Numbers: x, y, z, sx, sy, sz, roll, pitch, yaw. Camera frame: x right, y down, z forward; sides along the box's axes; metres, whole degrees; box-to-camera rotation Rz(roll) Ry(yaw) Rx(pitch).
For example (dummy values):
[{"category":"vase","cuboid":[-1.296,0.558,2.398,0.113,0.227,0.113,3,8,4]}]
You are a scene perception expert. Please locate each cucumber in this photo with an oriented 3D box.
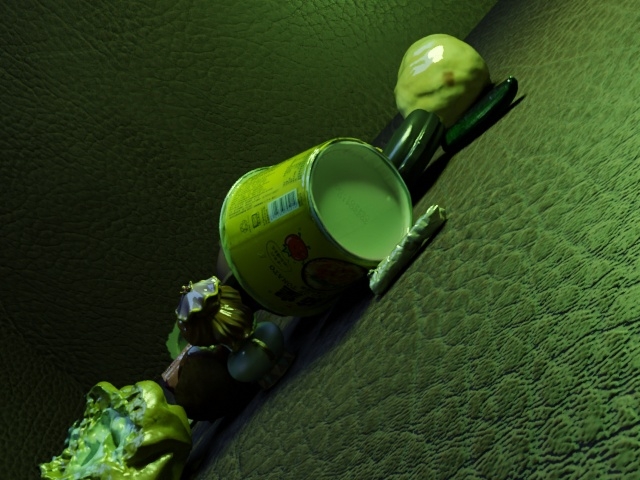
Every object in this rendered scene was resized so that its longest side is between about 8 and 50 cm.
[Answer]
[{"category":"cucumber","cuboid":[0.330,-0.254,1.633,0.056,0.056,0.284,-53,4,-31]}]

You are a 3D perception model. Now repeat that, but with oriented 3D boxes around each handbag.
[{"category":"handbag","cuboid":[0.171,-0.161,1.781,0.308,0.093,0.254,-57,2,30]}]

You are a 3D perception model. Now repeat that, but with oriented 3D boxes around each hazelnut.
[{"category":"hazelnut","cuboid":[-0.239,0.301,1.690,0.202,0.170,0.161,-47,50,31]},{"category":"hazelnut","cuboid":[0.315,-0.403,1.986,0.261,0.241,0.261,-168,90,-82]}]

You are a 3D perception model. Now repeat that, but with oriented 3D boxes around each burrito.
[{"category":"burrito","cuboid":[0.148,0.015,1.326,0.185,0.041,0.045,-49,-36,5]}]

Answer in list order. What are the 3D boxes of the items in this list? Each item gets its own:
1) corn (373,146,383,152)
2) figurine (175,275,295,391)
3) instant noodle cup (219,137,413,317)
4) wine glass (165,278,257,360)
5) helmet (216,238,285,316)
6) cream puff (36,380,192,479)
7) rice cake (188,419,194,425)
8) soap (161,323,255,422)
[{"category":"corn","cuboid":[0.117,-0.166,2.258,0.130,0.130,0.347,-44,9,40]},{"category":"figurine","cuboid":[-0.177,0.179,1.555,0.142,0.263,0.189,-52,11,-26]},{"category":"instant noodle cup","cuboid":[0.005,-0.038,1.500,0.254,0.325,0.325,-29,19,49]},{"category":"wine glass","cuboid":[-0.305,0.243,2.283,0.238,0.238,0.323,-48,11,10]},{"category":"helmet","cuboid":[-0.111,0.028,1.756,0.338,0.197,0.271,12,-47,-47]},{"category":"cream puff","cuboid":[-0.393,0.470,1.620,0.323,0.269,0.274,-62,-24,-23]},{"category":"rice cake","cuboid":[-0.420,0.547,2.020,0.365,0.056,0.073,-52,2,-20]},{"category":"soap","cuboid":[-0.250,0.291,1.879,0.250,0.162,0.099,-52,7,-21]}]
